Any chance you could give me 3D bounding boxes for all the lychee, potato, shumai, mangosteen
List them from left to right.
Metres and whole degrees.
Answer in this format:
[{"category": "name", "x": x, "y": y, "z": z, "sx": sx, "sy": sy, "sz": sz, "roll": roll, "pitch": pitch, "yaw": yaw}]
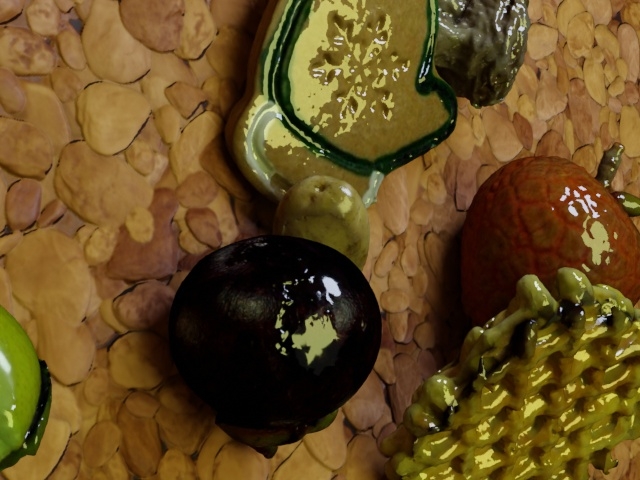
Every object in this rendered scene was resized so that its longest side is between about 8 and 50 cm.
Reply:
[{"category": "mangosteen", "x": -0.046, "y": 0.116, "z": 1.166, "sx": 0.211, "sy": 0.211, "sz": 0.250, "roll": -31, "pitch": 133, "yaw": -43}, {"category": "potato", "x": 0.000, "y": 0.000, "z": 1.250, "sx": 0.170, "sy": 0.107, "sz": 0.080, "roll": 88, "pitch": 8, "yaw": -50}, {"category": "shumai", "x": 0.163, "y": -0.270, "z": 1.466, "sx": 0.175, "sy": 0.166, "sz": 0.206, "roll": 9, "pitch": 38, "yaw": -9}, {"category": "lychee", "x": 0.301, "y": 0.008, "z": 1.486, "sx": 0.300, "sy": 0.255, "sz": 0.255, "roll": -52, "pitch": 122, "yaw": -18}]

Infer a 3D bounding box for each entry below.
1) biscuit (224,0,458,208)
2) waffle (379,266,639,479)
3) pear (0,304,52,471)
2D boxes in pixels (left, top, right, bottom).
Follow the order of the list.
[{"category": "biscuit", "x": 0.047, "y": -0.179, "z": 1.318, "sx": 0.287, "sy": 0.057, "sz": 0.344, "roll": 29, "pitch": 79, "yaw": -33}, {"category": "waffle", "x": 0.258, "y": 0.206, "z": 1.398, "sx": 0.380, "sy": 0.095, "sz": 0.382, "roll": -48, "pitch": 133, "yaw": 12}, {"category": "pear", "x": -0.355, "y": 0.102, "z": 0.870, "sx": 0.292, "sy": 0.159, "sz": 0.292, "roll": 8, "pitch": 78, "yaw": -42}]
